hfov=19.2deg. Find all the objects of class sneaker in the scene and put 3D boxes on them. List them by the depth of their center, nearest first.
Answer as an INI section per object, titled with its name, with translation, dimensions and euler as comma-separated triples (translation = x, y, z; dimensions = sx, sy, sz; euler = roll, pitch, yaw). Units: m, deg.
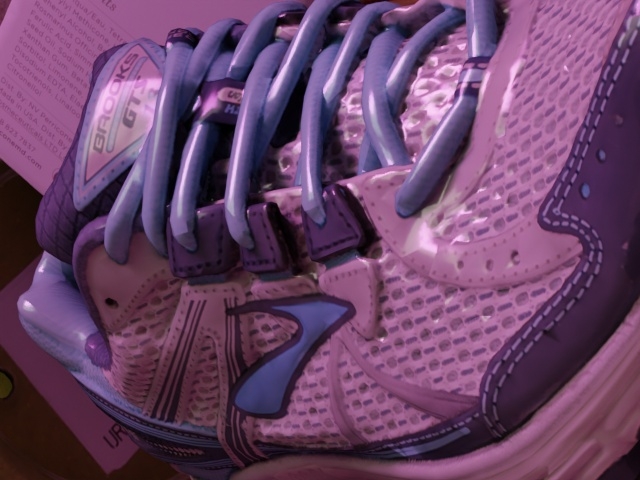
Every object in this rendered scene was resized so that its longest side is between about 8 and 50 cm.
[sneaker]
translation = 0.000, 0.000, 0.411
dimensions = 0.110, 0.122, 0.283
euler = -64, 10, -28

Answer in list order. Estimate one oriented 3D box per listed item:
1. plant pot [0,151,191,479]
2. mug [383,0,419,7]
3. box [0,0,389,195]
[plant pot]
translation = -0.161, 0.068, 0.754
dimensions = 0.293, 0.275, 0.275
euler = -25, 32, 46
[mug]
translation = 0.034, -0.040, 0.605
dimensions = 0.078, 0.062, 0.064
euler = -19, -11, -13
[box]
translation = -0.021, -0.091, 0.624
dimensions = 0.130, 0.091, 0.170
euler = -35, -18, -51
